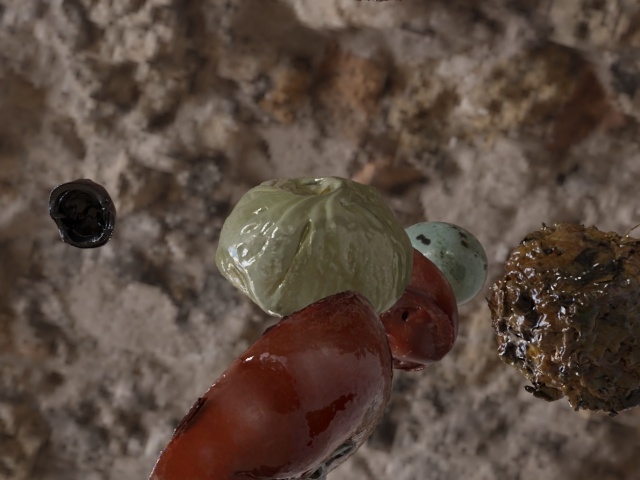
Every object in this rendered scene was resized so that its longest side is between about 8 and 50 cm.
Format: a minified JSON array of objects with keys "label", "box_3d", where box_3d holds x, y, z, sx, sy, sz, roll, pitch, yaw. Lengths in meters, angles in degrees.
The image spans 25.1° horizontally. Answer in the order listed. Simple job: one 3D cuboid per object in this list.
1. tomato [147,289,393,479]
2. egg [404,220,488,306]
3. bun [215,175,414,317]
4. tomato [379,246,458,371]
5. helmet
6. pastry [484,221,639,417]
[{"label":"tomato","box_3d":[-0.024,0.142,1.065,0.225,0.085,0.225,-44,-15,-15]},{"label":"egg","box_3d":[0.179,0.034,2.197,0.131,0.164,0.131,-24,-54,-37]},{"label":"bun","box_3d":[0.000,0.000,1.699,0.244,0.243,0.153,-78,4,-64]},{"label":"tomato","box_3d":[0.075,0.073,1.972,0.200,0.233,0.140,116,165,-49]},{"label":"helmet","box_3d":[-0.358,-0.051,2.190,0.070,0.098,0.123,-79,-21,-60]},{"label":"pastry","box_3d":[0.349,0.106,1.869,0.193,0.275,0.275,-68,-6,-78]}]
